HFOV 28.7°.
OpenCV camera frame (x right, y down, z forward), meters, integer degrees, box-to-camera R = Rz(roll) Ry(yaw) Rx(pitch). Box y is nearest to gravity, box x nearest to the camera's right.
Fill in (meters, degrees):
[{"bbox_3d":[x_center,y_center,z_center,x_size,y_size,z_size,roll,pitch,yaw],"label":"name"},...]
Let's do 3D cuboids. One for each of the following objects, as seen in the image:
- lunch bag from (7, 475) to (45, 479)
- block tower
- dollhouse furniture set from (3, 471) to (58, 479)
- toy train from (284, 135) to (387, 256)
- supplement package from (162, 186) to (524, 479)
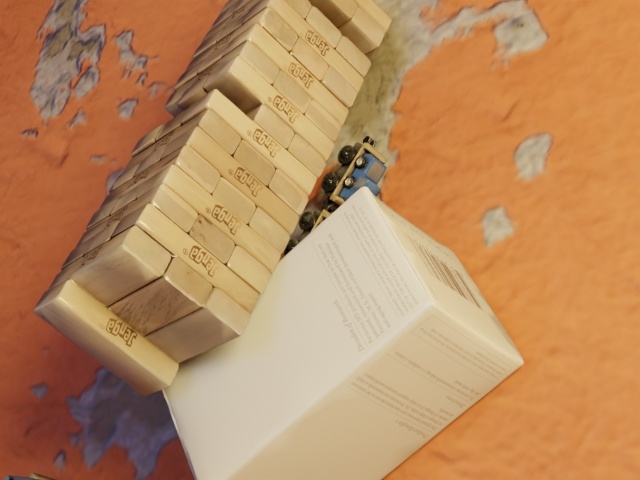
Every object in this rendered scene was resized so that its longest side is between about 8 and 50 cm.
[{"bbox_3d":[-0.264,0.186,0.639,0.303,0.243,0.115,-20,57,32],"label":"lunch bag"},{"bbox_3d":[-0.054,-0.065,0.807,0.097,0.091,0.335,-26,30,45],"label":"block tower"},{"bbox_3d":[-0.202,0.245,0.819,0.184,0.129,0.129,31,89,44],"label":"dollhouse furniture set"},{"bbox_3d":[0.000,0.000,0.854,0.036,0.027,0.158,28,87,42],"label":"toy train"},{"bbox_3d":[0.009,0.076,0.751,0.179,0.105,0.105,-41,47,14],"label":"supplement package"}]
